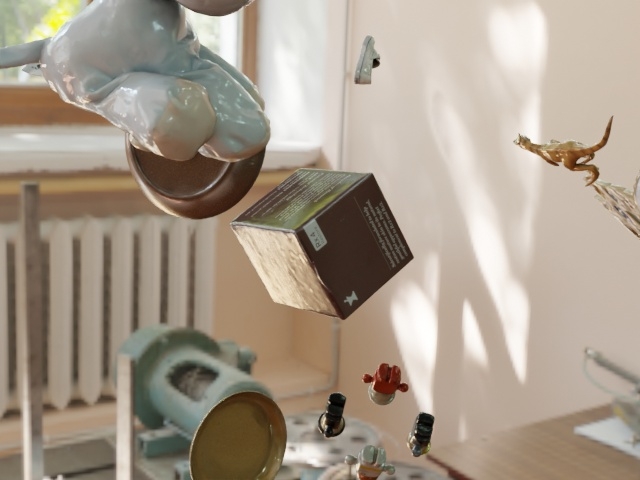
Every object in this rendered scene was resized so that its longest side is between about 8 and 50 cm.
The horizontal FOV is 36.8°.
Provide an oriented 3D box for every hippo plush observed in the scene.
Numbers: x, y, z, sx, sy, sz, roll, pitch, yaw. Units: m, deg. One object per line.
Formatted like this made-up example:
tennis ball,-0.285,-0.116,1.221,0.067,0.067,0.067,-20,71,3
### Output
hippo plush,-0.155,-0.233,0.974,0.294,0.236,0.234,25,16,17

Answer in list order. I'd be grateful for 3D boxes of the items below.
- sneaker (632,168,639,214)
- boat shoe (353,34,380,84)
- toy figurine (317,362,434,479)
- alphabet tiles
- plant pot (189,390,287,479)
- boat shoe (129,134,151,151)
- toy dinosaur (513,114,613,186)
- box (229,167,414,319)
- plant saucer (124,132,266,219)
sneaker,0.440,0.004,0.913,0.282,0.099,0.153,22,4,-31
boat shoe,0.080,-0.288,1.542,0.035,0.035,0.100,10,55,7
toy figurine,0.118,0.388,2.020,0.213,0.148,0.209,-30,67,-21
alphabet tiles,0.540,0.008,1.476,0.285,0.011,0.342,41,5,-10
plant pot,-0.168,0.413,1.915,0.236,0.236,0.032,-6,10,-41
boat shoe,-0.185,-0.176,1.442,0.206,0.065,0.075,-9,43,-35
toy dinosaur,0.374,-0.129,1.420,0.112,0.064,0.211,22,-11,-33
box,0.000,0.000,1.520,0.167,0.168,0.203,-39,26,-26
plant saucer,-0.250,-0.194,1.818,0.311,0.310,0.050,7,4,24
